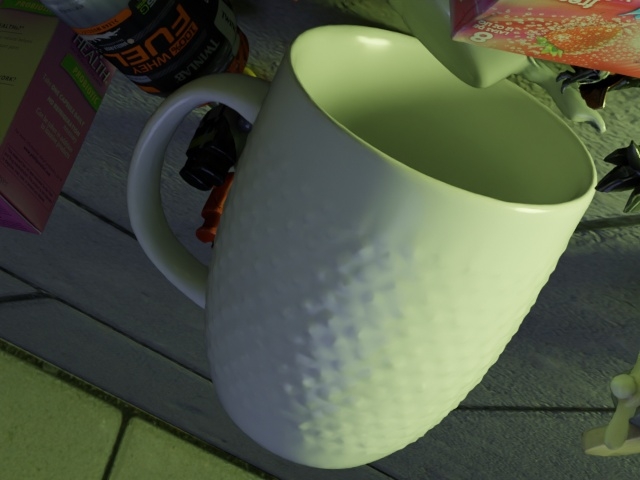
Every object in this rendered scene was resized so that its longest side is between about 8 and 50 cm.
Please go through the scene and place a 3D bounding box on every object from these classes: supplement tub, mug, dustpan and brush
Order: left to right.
[{"bbox_3d":[-0.154,-0.205,1.215,0.117,0.117,0.190,2,153,40],"label":"supplement tub"},{"bbox_3d":[0.000,0.000,1.191,0.374,0.276,0.328,30,119,10],"label":"mug"},{"bbox_3d":[0.141,-0.153,1.097,0.211,0.060,0.147,52,175,9],"label":"dustpan and brush"}]

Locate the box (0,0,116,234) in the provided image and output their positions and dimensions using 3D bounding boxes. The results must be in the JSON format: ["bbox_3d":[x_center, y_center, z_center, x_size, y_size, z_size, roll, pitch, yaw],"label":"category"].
[{"bbox_3d":[-0.338,-0.152,1.339,0.214,0.243,0.117,10,158,23],"label":"box"}]

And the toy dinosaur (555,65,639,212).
[{"bbox_3d":[0.257,-0.145,0.959,0.322,0.164,0.218,19,145,16],"label":"toy dinosaur"}]

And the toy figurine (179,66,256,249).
[{"bbox_3d":[-0.028,-0.070,1.421,0.213,0.148,0.209,16,153,15],"label":"toy figurine"}]

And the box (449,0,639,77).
[{"bbox_3d":[0.232,-0.178,0.759,0.300,0.154,0.142,7,162,-22],"label":"box"}]

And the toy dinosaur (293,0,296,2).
[{"bbox_3d":[-0.067,-0.238,1.130,0.082,0.090,0.047,-10,144,-9],"label":"toy dinosaur"}]

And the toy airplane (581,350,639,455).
[{"bbox_3d":[0.494,0.155,1.402,0.386,0.272,0.384,-15,174,-9],"label":"toy airplane"}]
